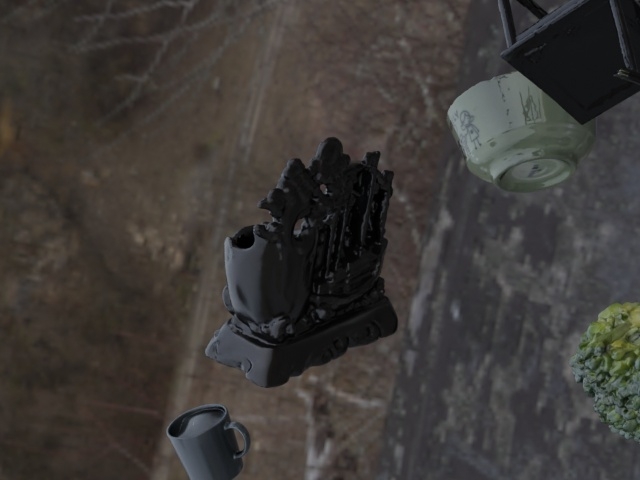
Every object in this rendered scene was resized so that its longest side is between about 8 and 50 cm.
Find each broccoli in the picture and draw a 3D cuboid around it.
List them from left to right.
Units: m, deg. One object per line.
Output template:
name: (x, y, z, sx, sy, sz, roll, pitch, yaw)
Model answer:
broccoli: (0.450, 0.147, 1.588, 0.245, 0.248, 0.288, -58, 31, -6)

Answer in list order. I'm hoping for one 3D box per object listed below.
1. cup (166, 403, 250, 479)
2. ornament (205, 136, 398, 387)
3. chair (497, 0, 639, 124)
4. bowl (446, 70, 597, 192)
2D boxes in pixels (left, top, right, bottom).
cup: (-0.127, 0.249, 1.503, 0.078, 0.100, 0.077, -47, -57, -55)
ornament: (0.000, 0.000, 1.262, 0.106, 0.251, 0.260, 30, 122, 32)
chair: (0.275, -0.191, 1.231, 0.141, 0.154, 0.260, -32, 44, 32)
bowl: (0.280, -0.136, 1.682, 0.211, 0.211, 0.112, 134, 135, -57)
